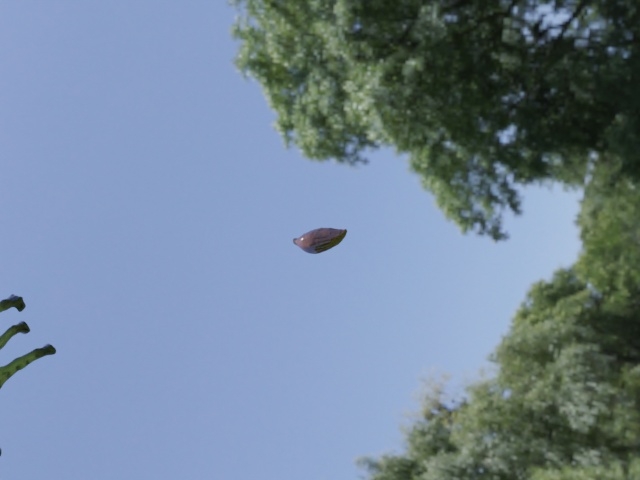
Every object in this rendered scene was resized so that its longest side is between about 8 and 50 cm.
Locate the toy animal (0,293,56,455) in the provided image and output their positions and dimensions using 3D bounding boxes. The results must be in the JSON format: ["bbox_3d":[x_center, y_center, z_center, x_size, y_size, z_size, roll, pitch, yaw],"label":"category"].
[{"bbox_3d":[-0.393,0.142,1.018,0.176,0.073,0.217,-46,-38,-27],"label":"toy animal"}]

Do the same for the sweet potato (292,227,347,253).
[{"bbox_3d":[0.000,0.000,1.241,0.034,0.095,0.034,13,-108,-45],"label":"sweet potato"}]
